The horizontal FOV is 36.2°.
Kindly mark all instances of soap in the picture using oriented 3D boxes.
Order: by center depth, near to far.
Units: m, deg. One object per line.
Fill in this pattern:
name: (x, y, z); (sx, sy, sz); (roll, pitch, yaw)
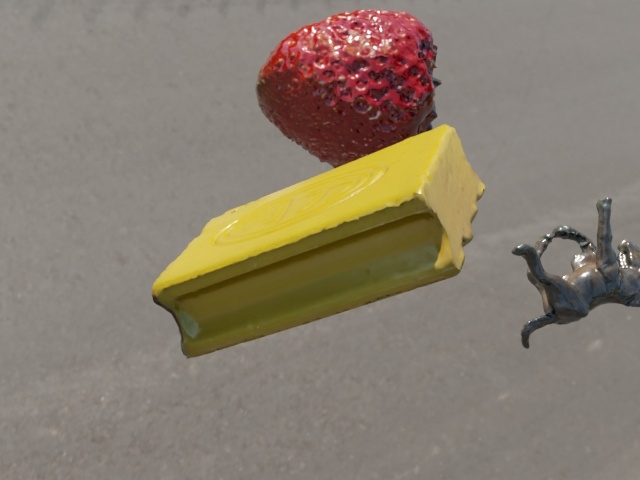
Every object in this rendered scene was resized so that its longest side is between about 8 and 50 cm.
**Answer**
soap: (-0.001, 0.000, 1.021); (0.096, 0.324, 0.204); (62, 25, -17)

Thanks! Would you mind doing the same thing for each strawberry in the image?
strawberry: (0.037, -0.222, 1.467); (0.276, 0.257, 0.257); (4, 39, -14)

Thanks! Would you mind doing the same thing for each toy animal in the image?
toy animal: (0.341, 0.044, 1.267); (0.232, 0.084, 0.148); (-28, 79, -18)
